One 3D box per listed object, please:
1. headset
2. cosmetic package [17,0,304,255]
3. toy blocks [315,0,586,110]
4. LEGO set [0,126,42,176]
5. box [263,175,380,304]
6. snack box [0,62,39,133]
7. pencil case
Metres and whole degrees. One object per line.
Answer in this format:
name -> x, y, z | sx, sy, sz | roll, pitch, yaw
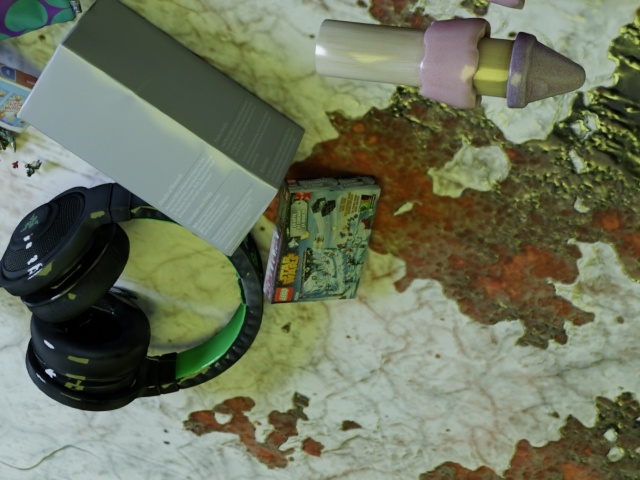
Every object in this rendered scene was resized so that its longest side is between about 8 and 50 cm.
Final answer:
headset -> -0.255, 0.047, 1.382 | 0.394, 0.185, 0.243 | -8, 125, 1
cosmetic package -> -0.144, -0.109, 1.232 | 0.238, 0.127, 0.107 | 33, 123, -6
toy blocks -> 0.154, -0.276, 0.955 | 0.260, 0.288, 0.309 | 9, 122, 14
LEGO set -> -0.319, -0.098, 1.347 | 0.054, 0.023, 0.083 | -10, 137, 38
box -> 0.000, 0.000, 1.302 | 0.094, 0.027, 0.137 | -3, 127, -20
snack box -> -0.344, -0.154, 1.260 | 0.178, 0.022, 0.064 | 21, 135, -39
pencil case -> -0.291, -0.200, 1.178 | 0.151, 0.064, 0.070 | -23, 130, -7
